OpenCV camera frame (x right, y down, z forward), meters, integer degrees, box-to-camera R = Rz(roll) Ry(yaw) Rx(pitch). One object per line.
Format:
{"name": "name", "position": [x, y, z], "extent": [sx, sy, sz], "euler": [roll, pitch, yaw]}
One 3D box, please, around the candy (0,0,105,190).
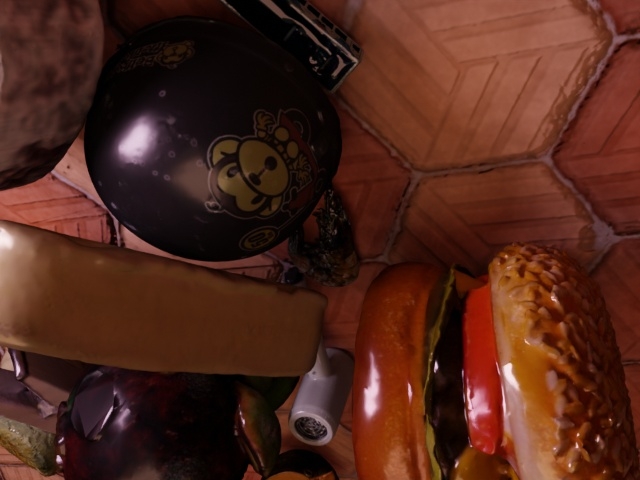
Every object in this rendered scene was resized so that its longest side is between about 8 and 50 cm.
{"name": "candy", "position": [-0.302, -0.157, 0.494], "extent": [0.289, 0.157, 0.214], "euler": [-33, 86, 37]}

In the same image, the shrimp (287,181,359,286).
{"name": "shrimp", "position": [0.000, 0.000, 0.673], "extent": [0.091, 0.034, 0.161], "euler": [4, 133, 11]}

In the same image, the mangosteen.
{"name": "mangosteen", "position": [-0.208, 0.258, 0.796], "extent": [0.310, 0.311, 0.311], "euler": [6, 133, 7]}

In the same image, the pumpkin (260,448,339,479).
{"name": "pumpkin", "position": [-0.027, 0.446, 1.039], "extent": [0.118, 0.108, 0.184], "euler": [-25, 115, 22]}

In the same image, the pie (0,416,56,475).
{"name": "pie", "position": [-0.581, 0.344, 1.065], "extent": [0.276, 0.078, 0.277], "euler": [25, 144, 21]}

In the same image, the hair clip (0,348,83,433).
{"name": "hair clip", "position": [-0.403, 0.247, 0.890], "extent": [0.101, 0.085, 0.331], "euler": [-34, 148, -4]}

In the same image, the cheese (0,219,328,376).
{"name": "cheese", "position": [-0.206, 0.060, 0.581], "extent": [0.383, 0.104, 0.384], "euler": [11, 173, 1]}

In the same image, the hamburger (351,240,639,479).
{"name": "hamburger", "position": [0.186, 0.168, 0.590], "extent": [0.249, 0.330, 0.330], "euler": [-5, 131, 24]}

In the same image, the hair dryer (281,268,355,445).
{"name": "hair dryer", "position": [-0.011, 0.147, 0.764], "extent": [0.073, 0.131, 0.237], "euler": [-2, 118, 18]}

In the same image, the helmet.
{"name": "helmet", "position": [-0.124, -0.070, 0.537], "extent": [0.278, 0.161, 0.231], "euler": [-3, 138, 25]}

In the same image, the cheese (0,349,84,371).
{"name": "cheese", "position": [-0.461, 0.199, 0.941], "extent": [0.137, 0.064, 0.227], "euler": [18, 135, -9]}

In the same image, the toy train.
{"name": "toy train", "position": [-0.055, -0.210, 0.483], "extent": [0.207, 0.047, 0.043], "euler": [35, 129, -18]}
